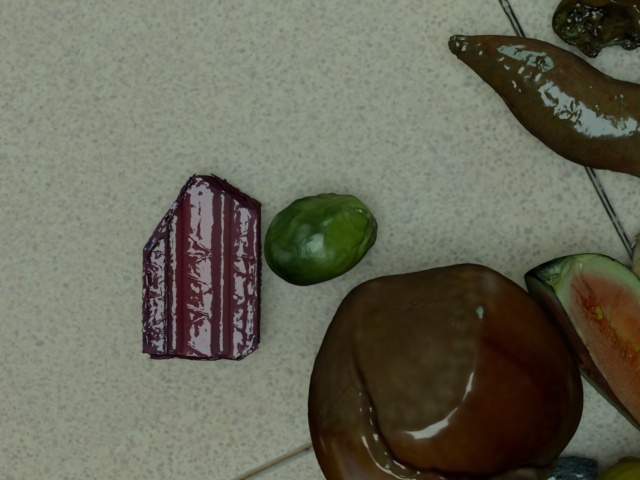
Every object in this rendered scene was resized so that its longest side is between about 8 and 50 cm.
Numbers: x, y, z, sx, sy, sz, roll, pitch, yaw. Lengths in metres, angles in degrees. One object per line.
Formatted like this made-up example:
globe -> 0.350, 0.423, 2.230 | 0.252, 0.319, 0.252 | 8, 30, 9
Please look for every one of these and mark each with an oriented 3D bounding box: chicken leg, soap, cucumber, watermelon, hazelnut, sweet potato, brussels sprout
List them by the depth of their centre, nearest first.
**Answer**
hazelnut -> 0.155, 0.203, 1.561 | 0.372, 0.315, 0.372 | -5, 115, -10
sweet potato -> 0.312, -0.173, 1.581 | 0.336, 0.131, 0.131 | 22, 99, 5
chicken leg -> 0.386, -0.271, 1.589 | 0.178, 0.070, 0.093 | 5, 72, -5
watermelon -> 0.379, 0.113, 1.591 | 0.128, 0.159, 0.303 | -36, 110, 0
brussels sprout -> -0.002, -0.003, 1.637 | 0.155, 0.155, 0.117 | -38, 89, 11
cucumber -> 0.319, 0.322, 1.672 | 0.111, 0.064, 0.064 | -7, 96, 7
soap -> -0.155, 0.035, 1.684 | 0.162, 0.099, 0.250 | 3, 98, 8

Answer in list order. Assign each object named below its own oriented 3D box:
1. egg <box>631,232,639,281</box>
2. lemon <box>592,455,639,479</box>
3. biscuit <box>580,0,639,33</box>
egg -> 0.448, 0.023, 1.604 | 0.096, 0.080, 0.080 | 7, 98, 5
lemon -> 0.440, 0.398, 1.574 | 0.288, 0.233, 0.233 | 31, 100, -13
biscuit -> 0.404, -0.384, 1.560 | 0.208, 0.041, 0.290 | -9, 86, -8
